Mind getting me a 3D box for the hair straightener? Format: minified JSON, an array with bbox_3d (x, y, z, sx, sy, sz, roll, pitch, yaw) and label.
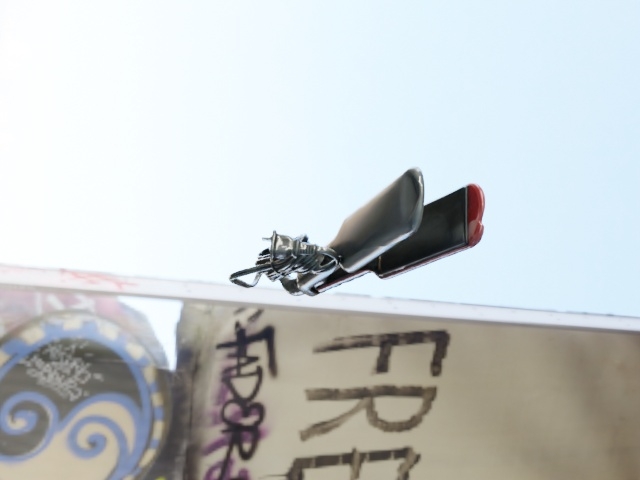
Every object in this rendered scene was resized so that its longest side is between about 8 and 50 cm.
[{"bbox_3d":[0.000,0.000,0.503,0.230,0.089,0.047,-20,-120,58],"label":"hair straightener"}]
